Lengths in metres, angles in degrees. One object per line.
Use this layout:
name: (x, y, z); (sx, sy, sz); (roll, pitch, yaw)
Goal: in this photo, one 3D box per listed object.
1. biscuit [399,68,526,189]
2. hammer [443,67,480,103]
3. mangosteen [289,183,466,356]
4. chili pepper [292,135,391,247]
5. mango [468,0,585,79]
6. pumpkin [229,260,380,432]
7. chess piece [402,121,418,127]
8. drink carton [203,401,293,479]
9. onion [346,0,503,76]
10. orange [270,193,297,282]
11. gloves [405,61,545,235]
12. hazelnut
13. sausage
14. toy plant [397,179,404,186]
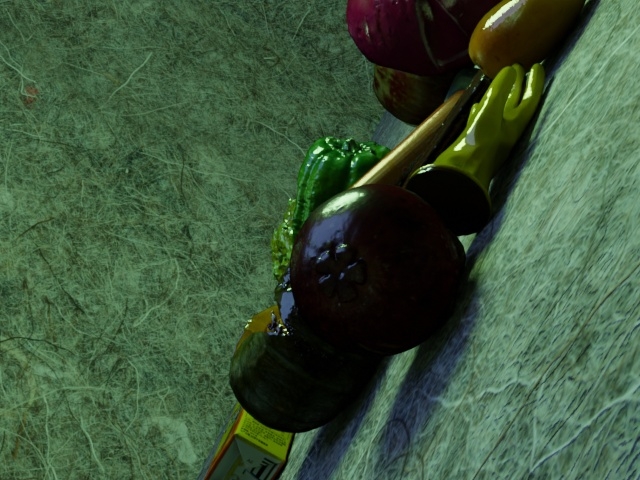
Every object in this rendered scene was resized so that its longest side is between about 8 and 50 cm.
biscuit: (0.212, -0.138, 1.784); (0.388, 0.073, 0.107); (-57, 4, 38)
hammer: (0.259, -0.242, 2.042); (0.116, 0.069, 0.194); (-64, 1, -33)
mangosteen: (0.084, 0.039, 1.331); (0.257, 0.215, 0.215); (2, -57, -59)
chili pepper: (0.055, -0.009, 2.028); (0.167, 0.213, 0.385); (-140, 49, -56)
mango: (0.314, -0.317, 1.561); (0.141, 0.102, 0.217); (1, -36, -44)
pumpkin: (-0.009, 0.145, 1.626); (0.320, 0.192, 0.320); (-57, 3, 5)
chess piece: (0.303, -0.428, 2.615); (0.138, 0.124, 0.307); (-9, -34, -44)
drink carton: (-0.121, 0.365, 2.043); (0.154, 0.111, 0.351); (-58, 4, 19)
onion: (0.197, -0.532, 1.989); (0.398, 0.420, 0.398); (-31, 24, 15)
orange: (0.000, 0.000, 2.452); (0.300, 0.223, 0.301); (-56, 0, -41)
gloves: (0.221, -0.147, 1.461); (0.133, 0.116, 0.294); (-14, 35, 43)
hazelnut: (0.216, -0.354, 2.259); (0.218, 0.218, 0.234); (-68, -7, -66)
sausage: (0.157, -0.153, 1.900); (0.348, 0.053, 0.053); (-42, 2, -5)
toy plant: (0.164, -0.161, 2.527); (0.154, 0.088, 0.240); (-45, 4, -27)
